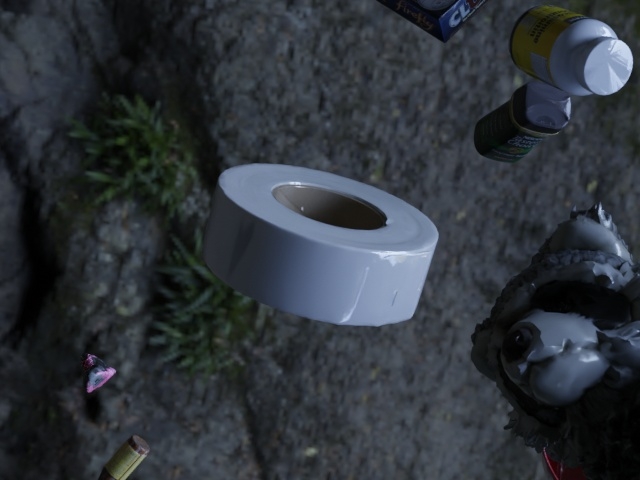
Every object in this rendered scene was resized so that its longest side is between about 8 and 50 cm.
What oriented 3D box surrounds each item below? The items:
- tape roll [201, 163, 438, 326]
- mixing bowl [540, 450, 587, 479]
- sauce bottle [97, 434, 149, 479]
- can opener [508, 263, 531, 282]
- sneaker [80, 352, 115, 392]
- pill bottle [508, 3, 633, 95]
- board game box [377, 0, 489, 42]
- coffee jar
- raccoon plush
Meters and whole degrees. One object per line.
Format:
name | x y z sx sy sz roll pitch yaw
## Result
tape roll | 0.000 0.000 1.425 0.286 0.286 0.100 -39 147 -68
mixing bowl | 0.290 0.218 1.118 0.098 0.181 0.181 101 9 -54
sauce bottle | -0.331 0.372 1.853 0.128 0.042 0.042 -47 166 5
can opener | 0.326 0.037 1.625 0.186 0.059 0.073 -54 132 -7
sneaker | -0.359 0.202 1.795 0.047 0.057 0.119 -39 179 -6
pill bottle | 0.339 -0.254 1.549 0.184 0.103 0.103 -134 -134 -61
board game box | 0.158 -0.342 1.258 0.243 0.165 0.042 -44 147 -12
coffee jar | 0.329 -0.192 1.870 0.184 0.096 0.079 138 -40 -66
raccoon plush | 0.297 0.172 0.884 0.216 0.299 0.446 -42 130 6
